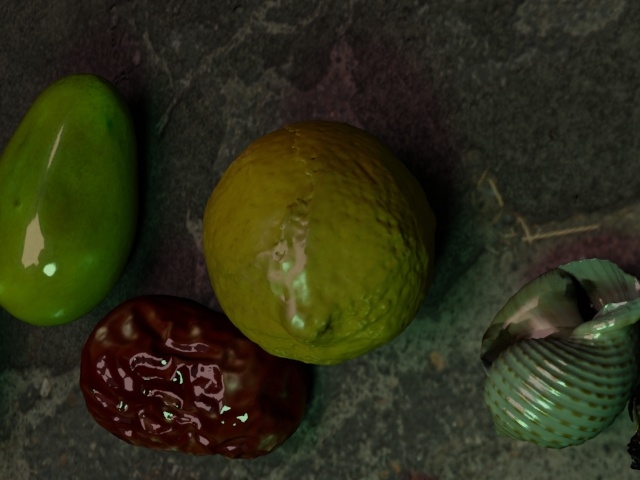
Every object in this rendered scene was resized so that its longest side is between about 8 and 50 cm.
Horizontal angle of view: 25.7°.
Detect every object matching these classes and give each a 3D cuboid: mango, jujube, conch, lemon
[{"bbox_3d":[-0.282,-0.041,1.523,0.185,0.149,0.273,-3,77,49],"label":"mango"},{"bbox_3d":[-0.123,0.134,1.358,0.230,0.155,0.155,6,90,37],"label":"jujube"},{"bbox_3d":[0.192,0.094,1.103,0.153,0.102,0.135,-34,45,-2],"label":"conch"},{"bbox_3d":[0.000,0.000,1.215,0.204,0.204,0.260,-50,20,27],"label":"lemon"}]

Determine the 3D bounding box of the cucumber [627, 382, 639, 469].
[{"bbox_3d":[0.316,0.182,1.002,0.245,0.067,0.067,30,105,42],"label":"cucumber"}]
